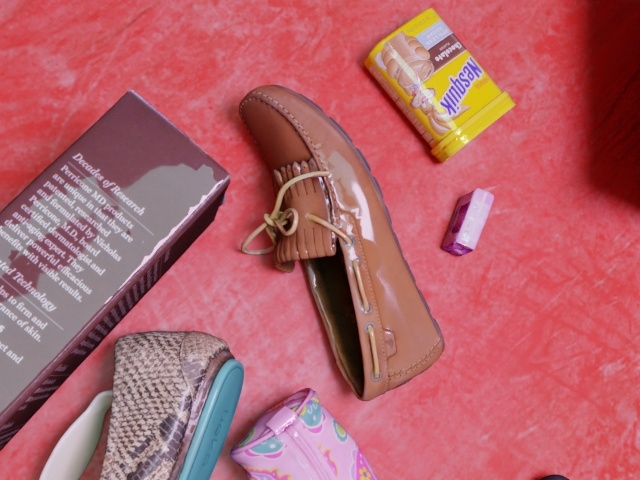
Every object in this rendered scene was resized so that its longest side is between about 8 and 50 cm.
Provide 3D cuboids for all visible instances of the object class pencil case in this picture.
[{"bbox_3d":[0.026,0.301,0.735,0.124,0.124,0.284,-35,88,-18],"label":"pencil case"}]

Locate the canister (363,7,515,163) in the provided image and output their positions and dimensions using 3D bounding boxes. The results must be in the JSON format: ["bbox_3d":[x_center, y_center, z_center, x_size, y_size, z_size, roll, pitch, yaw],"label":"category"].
[{"bbox_3d":[0.153,-0.204,0.893,0.126,0.073,0.170,-39,88,-18],"label":"canister"}]

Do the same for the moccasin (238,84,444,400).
[{"bbox_3d":[-0.001,0.000,0.790,0.147,0.139,0.379,-26,95,-26],"label":"moccasin"}]

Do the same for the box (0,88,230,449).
[{"bbox_3d":[-0.268,0.050,0.677,0.143,0.191,0.381,43,72,-3],"label":"box"}]

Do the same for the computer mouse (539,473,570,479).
[{"bbox_3d":[0.260,0.402,0.821,0.071,0.041,0.242,19,82,-1],"label":"computer mouse"}]

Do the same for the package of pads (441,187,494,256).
[{"bbox_3d":[0.189,-0.023,0.877,0.032,0.050,0.083,26,73,-8],"label":"package of pads"}]

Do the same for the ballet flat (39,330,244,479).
[{"bbox_3d":[-0.210,0.320,0.674,0.182,0.164,0.482,7,70,10],"label":"ballet flat"}]
